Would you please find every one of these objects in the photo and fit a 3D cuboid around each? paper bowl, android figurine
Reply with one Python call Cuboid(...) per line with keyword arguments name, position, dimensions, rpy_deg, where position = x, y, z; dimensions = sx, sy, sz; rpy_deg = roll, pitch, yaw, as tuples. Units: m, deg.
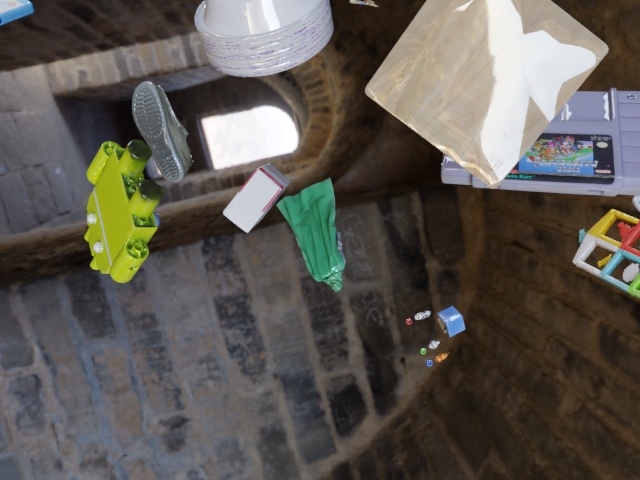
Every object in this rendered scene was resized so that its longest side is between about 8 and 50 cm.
Cuboid(name="paper bowl", position=(-0.121, -0.478, 1.156), dimensions=(0.148, 0.283, 0.284), rpy_deg=(76, -1, -47))
Cuboid(name="android figurine", position=(-0.362, -0.047, 0.994), dimensions=(0.273, 0.056, 0.249), rpy_deg=(-40, -118, 40))

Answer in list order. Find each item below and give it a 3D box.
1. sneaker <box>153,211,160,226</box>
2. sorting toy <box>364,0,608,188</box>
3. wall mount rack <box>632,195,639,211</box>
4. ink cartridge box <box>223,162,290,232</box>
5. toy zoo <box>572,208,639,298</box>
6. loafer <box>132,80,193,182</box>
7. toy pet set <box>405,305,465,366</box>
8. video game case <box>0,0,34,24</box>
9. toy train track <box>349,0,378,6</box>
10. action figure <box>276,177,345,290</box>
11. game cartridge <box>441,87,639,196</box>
Cuboid(name="sneaker", position=(-0.404, -0.033, 1.172), dimensions=(0.059, 0.144, 0.053), rpy_deg=(-68, 150, -55))
Cuboid(name="sorting toy", position=(0.244, -0.261, 0.865), dimensions=(0.255, 0.257, 0.089), rpy_deg=(36, 14, -4))
Cuboid(name="wall mount rack", position=(0.901, -0.156, 1.308), dimensions=(0.131, 0.304, 0.350), rpy_deg=(56, -39, 17))
Cuboid(name="ink cartridge box", position=(-0.120, -0.087, 1.094), dimensions=(0.063, 0.109, 0.150), rpy_deg=(38, 11, -4))
Cuboid(name="toy zoo", position=(0.840, 0.030, 1.544), dimensions=(0.030, 0.192, 0.293), rpy_deg=(32, 6, -37))
Cuboid(name="loafer", position=(-0.390, -0.274, 1.398), dimensions=(0.087, 0.094, 0.251), rpy_deg=(-50, 131, -57))
Cuboid(name="toy pet set", position=(0.277, 0.213, 1.302), dimensions=(0.122, 0.114, 0.065), rpy_deg=(63, -8, 13))
Cuboid(name="video game case", position=(-0.455, -0.283, 0.669), dimensions=(0.119, 0.166, 0.015), rpy_deg=(40, -34, 12))
Cuboid(name="toy train track", position=(0.081, -0.455, 1.057), dimensions=(0.083, 0.048, 0.014), rpy_deg=(-30, 138, -53))
Cuboid(name="action figure", position=(0.000, 0.000, 1.179), dimensions=(0.063, 0.137, 0.233), rpy_deg=(21, 47, -59))
Cuboid(name="game cartridge", position=(0.412, -0.188, 1.025), dimensions=(0.068, 0.354, 0.230), rpy_deg=(76, 25, -49))
